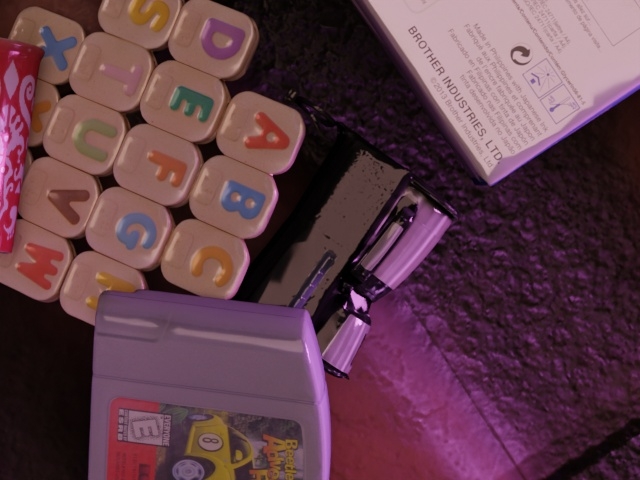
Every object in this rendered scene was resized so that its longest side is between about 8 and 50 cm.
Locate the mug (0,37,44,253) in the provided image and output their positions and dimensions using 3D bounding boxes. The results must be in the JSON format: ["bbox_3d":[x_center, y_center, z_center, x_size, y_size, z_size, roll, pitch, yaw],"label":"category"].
[{"bbox_3d":[-0.295,-0.077,1.577,0.113,0.150,0.169,6,87,-25],"label":"mug"}]

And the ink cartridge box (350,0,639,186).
[{"bbox_3d":[0.215,-0.258,1.502,0.395,0.151,0.270,-34,94,3],"label":"ink cartridge box"}]

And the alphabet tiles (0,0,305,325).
[{"bbox_3d":[-0.163,-0.074,1.582,0.278,0.021,0.284,24,91,18],"label":"alphabet tiles"}]

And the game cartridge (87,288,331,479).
[{"bbox_3d":[-0.091,0.187,1.568,0.196,0.060,0.294,5,113,1],"label":"game cartridge"}]

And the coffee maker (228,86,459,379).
[{"bbox_3d":[0.000,0.000,1.601,0.171,0.120,0.178,36,89,21],"label":"coffee maker"}]
